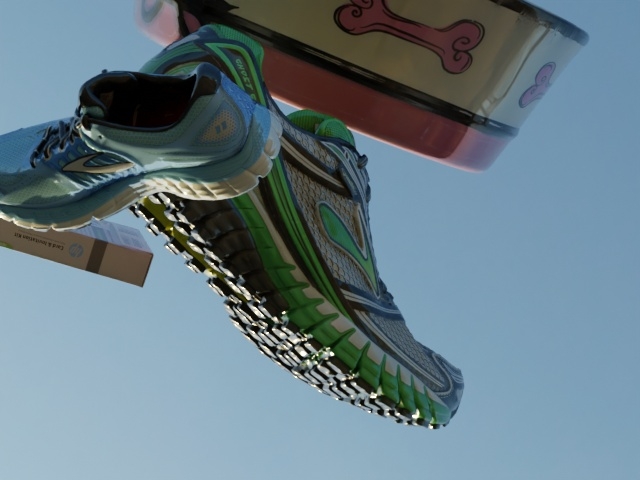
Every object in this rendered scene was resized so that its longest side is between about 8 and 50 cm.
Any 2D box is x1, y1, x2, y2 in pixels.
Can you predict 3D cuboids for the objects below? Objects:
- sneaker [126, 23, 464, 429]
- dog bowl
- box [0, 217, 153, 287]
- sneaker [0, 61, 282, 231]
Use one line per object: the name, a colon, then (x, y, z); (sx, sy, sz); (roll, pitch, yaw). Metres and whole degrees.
sneaker: (0.000, 0.000, 1.047); (0.343, 0.146, 0.134); (50, -19, -27)
dog bowl: (0.018, -0.189, 1.349); (0.408, 0.408, 0.150); (23, -81, -2)
box: (-0.261, -0.009, 1.490); (0.186, 0.145, 0.038); (18, -85, -15)
sneaker: (-0.102, -0.055, 0.736); (0.162, 0.063, 0.073); (-11, -40, 21)
